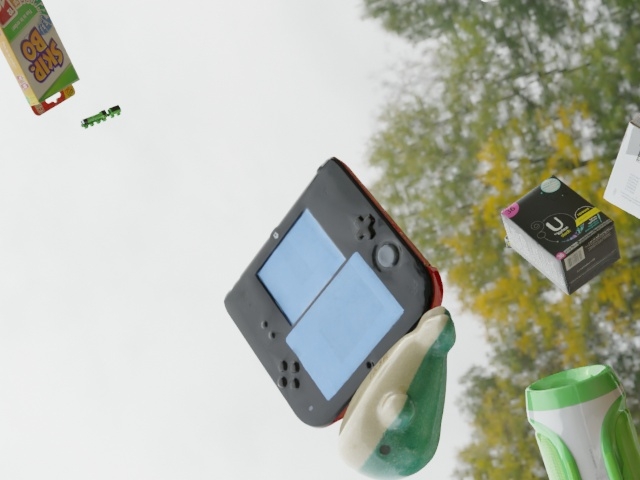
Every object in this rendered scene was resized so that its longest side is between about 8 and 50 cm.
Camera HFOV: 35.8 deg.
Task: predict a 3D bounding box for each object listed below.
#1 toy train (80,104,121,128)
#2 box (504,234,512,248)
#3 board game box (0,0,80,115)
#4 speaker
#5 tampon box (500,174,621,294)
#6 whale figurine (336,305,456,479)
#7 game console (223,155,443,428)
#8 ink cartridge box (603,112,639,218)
[{"bbox_3d":[-0.411,-0.232,1.859,0.083,0.024,0.017,-26,-106,-22],"label":"toy train"},{"bbox_3d":[0.450,-0.029,2.070,0.137,0.093,0.027,-49,-52,-48],"label":"box"},{"bbox_3d":[-0.539,-0.370,1.834,0.124,0.039,0.260,-48,-56,-49],"label":"board game box"},{"bbox_3d":[0.349,0.310,1.220,0.131,0.131,0.297,-15,-93,-63],"label":"speaker"},{"bbox_3d":[0.413,-0.011,1.707,0.161,0.120,0.101,47,169,44],"label":"tampon box"},{"bbox_3d":[0.137,0.232,1.462,0.141,0.272,0.216,32,-174,0],"label":"whale figurine"},{"bbox_3d":[0.010,0.099,1.739,0.060,0.386,0.342,-3,-133,-54],"label":"game console"},{"bbox_3d":[0.676,-0.176,1.851,0.309,0.130,0.272,-40,-28,-28],"label":"ink cartridge box"}]
